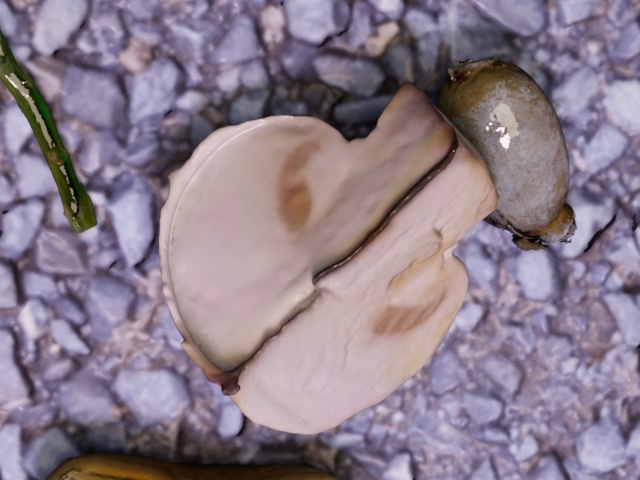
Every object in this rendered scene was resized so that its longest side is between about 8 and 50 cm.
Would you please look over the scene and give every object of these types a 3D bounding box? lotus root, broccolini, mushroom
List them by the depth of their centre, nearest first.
[{"bbox_3d":[-0.212,-0.118,0.985,0.071,0.057,0.254,-20,103,27],"label":"broccolini"},{"bbox_3d":[-0.001,0.008,1.026,0.236,0.162,0.173,-44,149,-7],"label":"mushroom"},{"bbox_3d":[0.134,-0.058,1.055,0.088,0.088,0.165,-29,115,-5],"label":"lotus root"}]

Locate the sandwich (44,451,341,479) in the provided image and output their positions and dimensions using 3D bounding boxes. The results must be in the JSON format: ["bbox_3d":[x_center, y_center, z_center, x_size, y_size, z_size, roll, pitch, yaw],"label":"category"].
[{"bbox_3d":[-0.088,0.269,1.052,0.251,0.087,0.226,5,87,-15],"label":"sandwich"}]
